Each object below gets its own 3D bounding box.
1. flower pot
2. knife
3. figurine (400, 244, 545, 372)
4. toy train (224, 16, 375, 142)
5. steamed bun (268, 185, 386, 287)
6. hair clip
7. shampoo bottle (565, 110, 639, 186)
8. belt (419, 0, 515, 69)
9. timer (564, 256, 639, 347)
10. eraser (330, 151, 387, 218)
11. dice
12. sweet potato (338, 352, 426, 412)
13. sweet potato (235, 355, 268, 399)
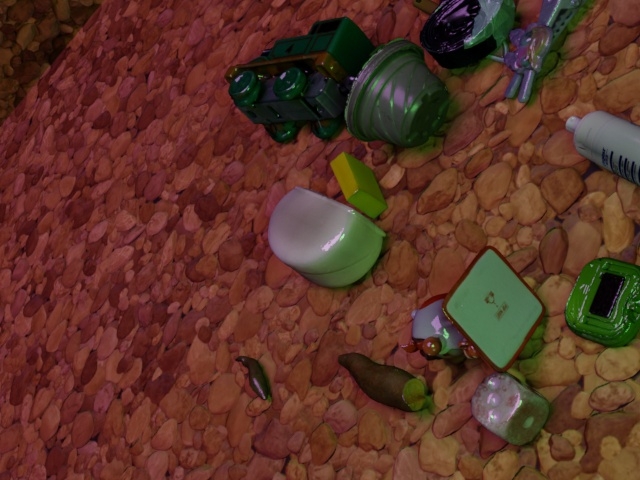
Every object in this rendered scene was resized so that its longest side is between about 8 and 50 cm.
[{"bbox_3d":[0.170,-0.279,2.043,0.140,0.235,0.235,35,94,27],"label":"flower pot"},{"bbox_3d":[0.292,-0.443,2.129,0.061,0.027,0.343,-50,44,3],"label":"knife"},{"bbox_3d":[0.230,0.148,1.739,0.183,0.160,0.226,-46,7,-38],"label":"figurine"},{"bbox_3d":[-0.044,-0.380,2.333,0.429,0.178,0.249,3,60,46],"label":"toy train"},{"bbox_3d":[0.000,0.000,2.074,0.241,0.146,0.164,27,83,50],"label":"steamed bun"},{"bbox_3d":[0.422,-0.401,1.925,0.278,0.090,0.137,-57,32,3],"label":"hair clip"},{"bbox_3d":[0.520,-0.144,1.672,0.092,0.092,0.303,-56,40,5],"label":"shampoo bottle"},{"bbox_3d":[0.300,-0.435,2.042,0.198,0.078,0.151,-34,47,21],"label":"belt"},{"bbox_3d":[0.461,0.096,1.622,0.128,0.047,0.140,19,82,49],"label":"timer"},{"bbox_3d":[0.080,-0.115,2.101,0.045,0.097,0.122,-40,46,21],"label":"eraser"},{"bbox_3d":[0.307,0.272,1.641,0.093,0.094,0.091,-56,40,3],"label":"dice"},{"bbox_3d":[0.116,0.259,1.866,0.243,0.077,0.077,20,82,58],"label":"sweet potato"},{"bbox_3d":[-0.140,0.283,2.137,0.041,0.038,0.153,-34,40,-4],"label":"sweet potato"}]
